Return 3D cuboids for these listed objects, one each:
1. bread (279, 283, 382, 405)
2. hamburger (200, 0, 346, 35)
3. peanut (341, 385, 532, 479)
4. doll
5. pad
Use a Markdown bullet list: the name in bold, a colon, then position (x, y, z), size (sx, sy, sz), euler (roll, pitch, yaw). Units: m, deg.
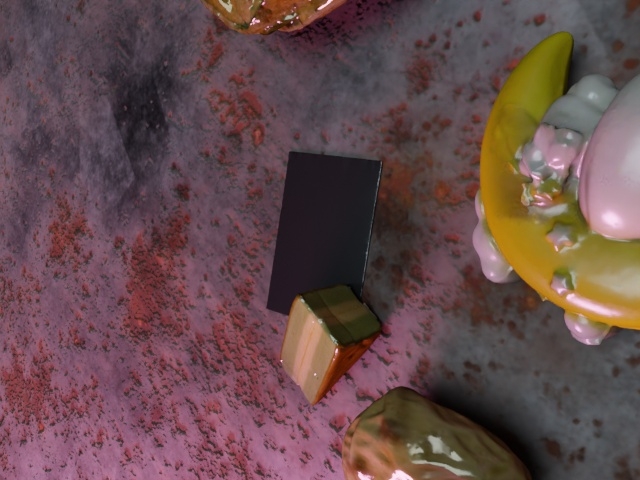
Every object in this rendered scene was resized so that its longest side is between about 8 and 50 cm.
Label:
- **bread**: position (-0.014, 0.118, 0.597), size (0.074, 0.084, 0.139), euler (50, 120, 22)
- **hamburger**: position (-0.010, -0.349, 0.572), size (0.285, 0.134, 0.265), euler (-18, 86, 41)
- **peanut**: position (0.093, 0.246, 0.502), size (0.197, 0.110, 0.232), euler (-1, 89, 42)
- **doll**: position (0.222, -0.047, 0.412), size (0.237, 0.111, 0.252), euler (28, 107, 50)
- **pad**: position (0.000, 0.000, 0.640), size (0.127, 0.004, 0.190), euler (13, 97, 36)
